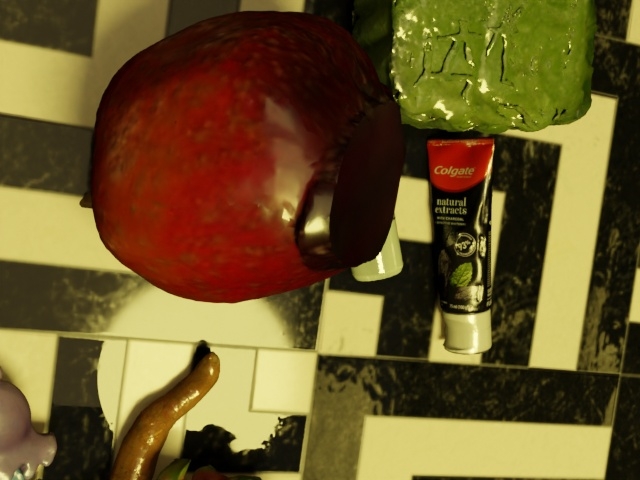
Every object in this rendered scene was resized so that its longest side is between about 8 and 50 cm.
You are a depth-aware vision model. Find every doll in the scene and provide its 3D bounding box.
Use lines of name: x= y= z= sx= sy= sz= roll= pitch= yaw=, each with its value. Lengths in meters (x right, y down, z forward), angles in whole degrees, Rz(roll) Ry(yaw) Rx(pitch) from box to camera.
doll: x=-0.262 y=0.184 z=0.565 sx=0.109 sy=0.067 sz=0.206 roll=5 pitch=105 yaw=-32

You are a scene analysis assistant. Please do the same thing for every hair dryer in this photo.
hair dryer: x=0.000 y=0.000 z=0.643 sx=0.137 sy=0.047 sz=0.082 roll=-12 pitch=99 yaw=-11

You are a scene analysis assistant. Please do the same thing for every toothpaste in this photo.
toothpaste: x=0.127 y=0.003 z=0.678 sx=0.045 sy=0.071 sz=0.194 roll=-14 pitch=105 yaw=-43

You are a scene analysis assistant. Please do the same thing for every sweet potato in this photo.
sweet potato: x=-0.140 y=0.166 z=0.613 sx=0.044 sy=0.044 sz=0.179 roll=34 pitch=77 yaw=-18

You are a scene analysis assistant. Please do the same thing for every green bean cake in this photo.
green bean cake: x=0.130 y=-0.196 z=0.630 sx=0.200 sy=0.113 sz=0.215 roll=1 pitch=95 yaw=-21

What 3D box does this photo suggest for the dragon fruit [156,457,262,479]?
dragon fruit: x=-0.111 y=0.250 z=0.561 sx=0.235 sy=0.135 sz=0.137 roll=9 pitch=107 yaw=-43

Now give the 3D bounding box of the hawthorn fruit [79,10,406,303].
hawthorn fruit: x=-0.064 y=-0.052 z=0.538 sx=0.249 sy=0.215 sz=0.215 roll=-19 pitch=103 yaw=20
